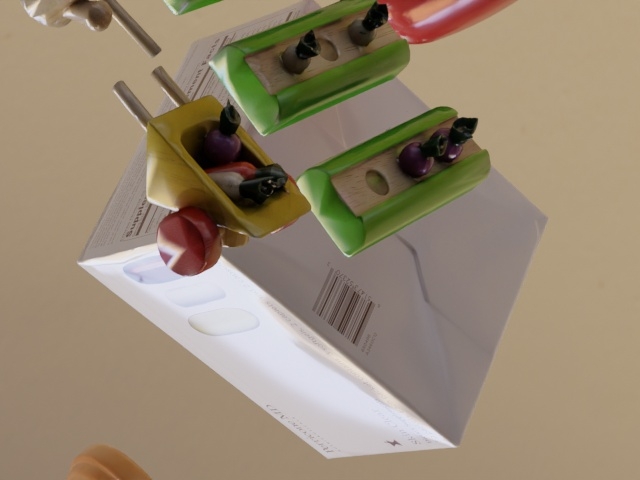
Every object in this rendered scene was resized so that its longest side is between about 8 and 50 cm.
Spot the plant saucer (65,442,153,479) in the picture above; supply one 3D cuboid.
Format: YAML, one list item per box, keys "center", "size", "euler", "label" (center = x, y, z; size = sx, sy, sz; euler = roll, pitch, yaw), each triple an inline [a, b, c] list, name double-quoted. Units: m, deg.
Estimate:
- center: [-0.101, 0.216, 1.187]
  size: [0.037, 0.200, 0.200]
  euler: [-28, -74, -24]
  label: "plant saucer"

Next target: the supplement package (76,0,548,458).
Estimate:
- center: [0.000, 0.000, 1.407]
  size: [0.262, 0.204, 0.145]
  euler: [40, -31, -27]
  label: "supplement package"

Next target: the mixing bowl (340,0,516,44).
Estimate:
- center: [0.043, -0.185, 1.211]
  size: [0.181, 0.181, 0.098]
  euler: [42, -85, -7]
  label: "mixing bowl"

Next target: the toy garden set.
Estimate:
- center: [-0.041, -0.104, 0.880]
  size: [0.244, 0.204, 0.049]
  euler: [54, -50, 7]
  label: "toy garden set"
